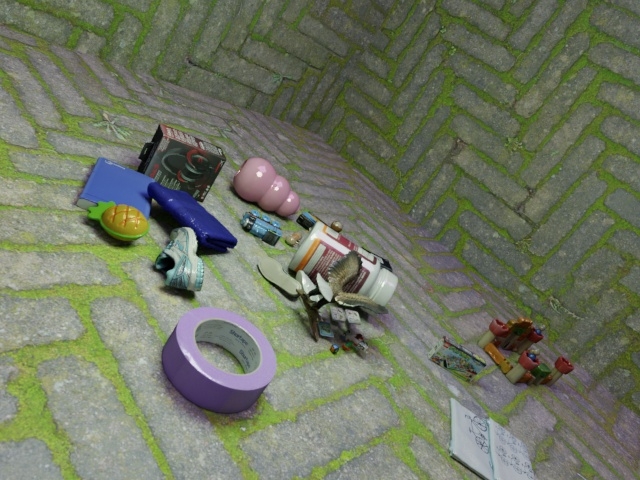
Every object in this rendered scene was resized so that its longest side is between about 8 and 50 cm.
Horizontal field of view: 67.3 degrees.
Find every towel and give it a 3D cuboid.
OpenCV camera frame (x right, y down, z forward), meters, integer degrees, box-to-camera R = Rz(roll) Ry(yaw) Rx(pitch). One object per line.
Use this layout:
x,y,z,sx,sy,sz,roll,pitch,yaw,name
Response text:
-0.452,-0.075,1.685,0.308,0.076,0.228,40,9,20,towel

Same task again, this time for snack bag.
0.577,0.704,1.620,0.343,0.037,0.323,35,22,3,snack bag

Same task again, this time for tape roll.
-0.251,0.295,1.214,0.275,0.090,0.274,30,21,-13,tape roll

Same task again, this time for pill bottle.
0.093,0.117,1.904,0.392,0.224,0.224,33,21,-4,pill bottle

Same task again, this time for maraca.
-0.605,-0.063,1.444,0.186,0.099,0.127,28,32,4,maraca

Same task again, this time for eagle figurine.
0.075,0.175,1.658,0.299,0.226,0.225,-17,23,-18,eagle figurine

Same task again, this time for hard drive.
-0.680,-0.166,1.632,0.210,0.040,0.318,23,24,-25,hard drive

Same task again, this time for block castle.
1.027,0.540,2.379,0.453,0.212,0.303,16,28,-38,block castle

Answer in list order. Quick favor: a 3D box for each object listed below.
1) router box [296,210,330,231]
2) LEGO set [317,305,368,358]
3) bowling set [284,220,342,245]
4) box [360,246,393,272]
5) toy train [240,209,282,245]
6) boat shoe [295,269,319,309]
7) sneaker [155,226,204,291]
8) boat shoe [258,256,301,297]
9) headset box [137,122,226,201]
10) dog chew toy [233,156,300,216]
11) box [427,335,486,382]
-0.020,-0.069,2.377,0.179,0.046,0.133,38,21,10,router box
0.067,0.326,1.703,0.183,0.060,0.244,14,25,-16,LEGO set
0.000,0.000,2.070,0.287,0.199,0.154,33,22,7,bowling set
0.205,0.138,2.109,0.156,0.158,0.093,26,22,-19,box
-0.242,-0.056,1.989,0.184,0.080,0.105,28,28,-16,toy train
-0.043,0.183,1.772,0.063,0.066,0.184,11,30,-29,boat shoe
-0.438,0.042,1.459,0.122,0.110,0.283,6,29,-30,sneaker
-0.150,0.140,1.758,0.206,0.075,0.065,38,-22,23,boat shoe
-0.551,-0.300,1.863,0.293,0.218,0.110,19,26,-37,headset box
-0.235,-0.233,2.222,0.332,0.206,0.206,35,20,-18,dog chew toy
0.552,0.482,1.948,0.207,0.114,0.036,31,22,-8,box
